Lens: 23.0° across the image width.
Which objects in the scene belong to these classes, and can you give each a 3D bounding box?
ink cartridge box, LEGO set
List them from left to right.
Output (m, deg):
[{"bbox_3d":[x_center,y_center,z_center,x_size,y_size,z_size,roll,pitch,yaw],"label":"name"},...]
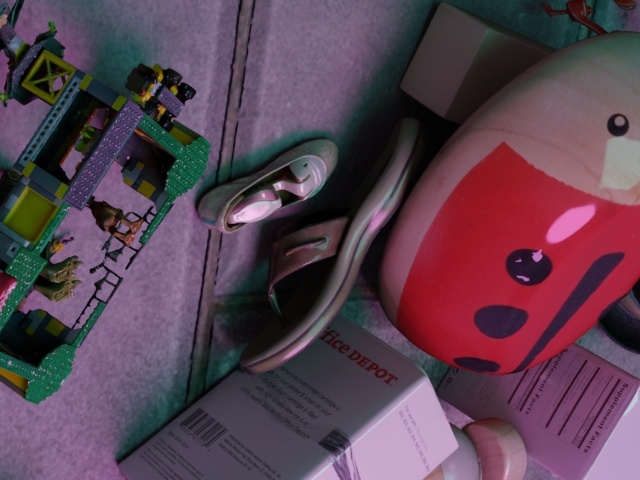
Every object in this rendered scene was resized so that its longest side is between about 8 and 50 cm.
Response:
[{"bbox_3d":[-0.267,-0.039,1.334,0.331,0.192,0.255,-59,160,4],"label":"LEGO set"},{"bbox_3d":[-0.031,0.214,1.563,0.273,0.198,0.115,-38,127,-17],"label":"ink cartridge box"}]

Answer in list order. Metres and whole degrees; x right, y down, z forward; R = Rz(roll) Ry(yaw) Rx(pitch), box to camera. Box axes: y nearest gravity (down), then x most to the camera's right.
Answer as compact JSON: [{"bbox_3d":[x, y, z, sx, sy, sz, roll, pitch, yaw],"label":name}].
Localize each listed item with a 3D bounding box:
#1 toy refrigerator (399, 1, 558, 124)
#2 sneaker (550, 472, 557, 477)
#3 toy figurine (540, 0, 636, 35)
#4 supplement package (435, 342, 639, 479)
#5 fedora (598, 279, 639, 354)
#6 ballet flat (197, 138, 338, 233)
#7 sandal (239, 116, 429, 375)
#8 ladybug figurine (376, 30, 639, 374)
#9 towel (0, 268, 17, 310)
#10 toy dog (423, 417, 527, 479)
[{"bbox_3d":[0.219,-0.157,1.657,0.269,0.094,0.102,15,108,-39],"label":"toy refrigerator"},{"bbox_3d":[0.407,0.263,1.966,0.271,0.108,0.100,-9,112,-35],"label":"sneaker"},{"bbox_3d":[0.403,-0.340,1.716,0.363,0.191,0.217,-68,160,-2],"label":"toy figurine"},{"bbox_3d":[0.273,0.185,1.743,0.139,0.244,0.134,31,90,-41],"label":"supplement package"},{"bbox_3d":[0.476,0.020,1.880,0.334,0.152,0.334,-15,118,-30],"label":"fedora"},{"bbox_3d":[-0.041,-0.047,1.538,0.168,0.052,0.057,-29,123,-24],"label":"ballet flat"},{"bbox_3d":[0.000,-0.001,1.568,0.086,0.120,0.303,32,87,-12],"label":"sandal"},{"bbox_3d":[0.226,-0.009,1.582,0.305,0.162,0.449,-8,144,-32],"label":"ladybug figurine"},{"bbox_3d":[-0.390,0.054,1.214,0.199,0.274,0.031,-63,168,3],"label":"towel"},{"bbox_3d":[0.074,0.297,1.725,0.220,0.161,0.334,19,115,-48],"label":"toy dog"}]
